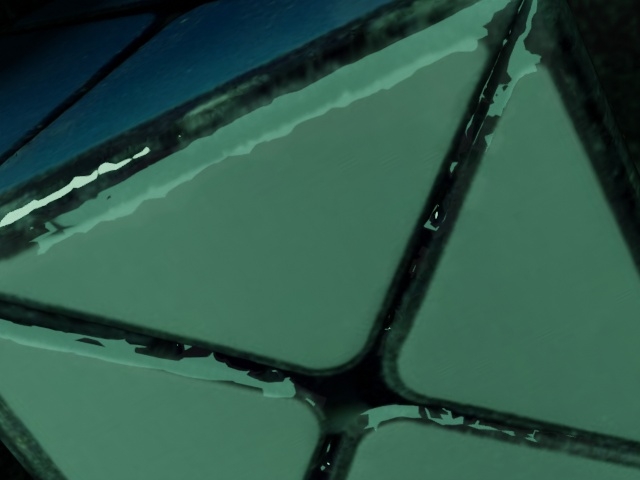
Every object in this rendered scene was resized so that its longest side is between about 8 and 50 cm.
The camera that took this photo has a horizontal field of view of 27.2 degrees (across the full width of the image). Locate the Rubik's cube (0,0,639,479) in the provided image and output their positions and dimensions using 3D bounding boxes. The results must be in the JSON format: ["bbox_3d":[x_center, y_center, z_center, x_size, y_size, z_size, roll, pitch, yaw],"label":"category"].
[{"bbox_3d":[0.000,0.000,0.587,0.260,0.259,0.254,-25,117,8],"label":"Rubik's cube"}]
